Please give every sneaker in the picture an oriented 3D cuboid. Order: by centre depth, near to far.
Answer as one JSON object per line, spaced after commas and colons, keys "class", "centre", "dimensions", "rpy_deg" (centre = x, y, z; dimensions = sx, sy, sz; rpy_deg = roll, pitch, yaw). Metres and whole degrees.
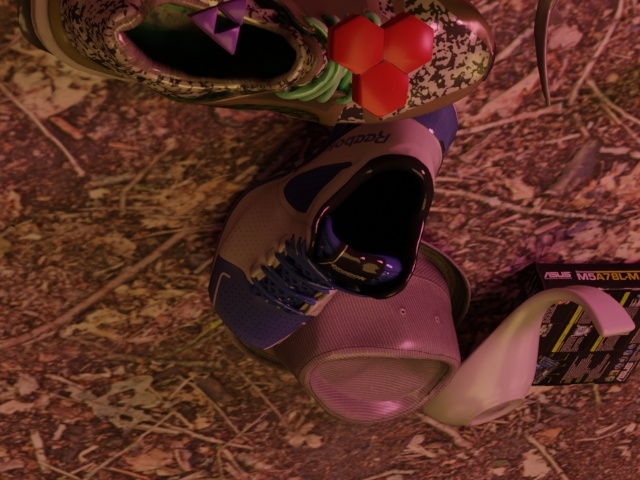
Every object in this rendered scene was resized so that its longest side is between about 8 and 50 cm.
{"class": "sneaker", "centre": [-0.027, -0.147, 1.374], "dimensions": [0.410, 0.182, 0.158], "rpy_deg": [3, 114, -26]}
{"class": "sneaker", "centre": [0.001, -0.001, 1.584], "dimensions": [0.127, 0.182, 0.315], "rpy_deg": [35, 120, -15]}

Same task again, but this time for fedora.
{"class": "fedora", "centre": [0.042, 0.106, 1.807], "dimensions": [0.275, 0.124, 0.244], "rpy_deg": [21, 129, -39]}

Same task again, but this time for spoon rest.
{"class": "spoon rest", "centre": [0.216, 0.124, 1.872], "dimensions": [0.137, 0.084, 0.276], "rpy_deg": [-5, 155, -44]}

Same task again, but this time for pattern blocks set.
{"class": "pattern blocks set", "centre": [0.012, -0.277, 1.232], "dimensions": [0.285, 0.026, 0.325], "rpy_deg": [23, 100, -19]}

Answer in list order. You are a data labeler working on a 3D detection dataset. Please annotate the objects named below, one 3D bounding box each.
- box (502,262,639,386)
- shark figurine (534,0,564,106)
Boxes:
{"class": "box", "centre": [0.298, 0.098, 1.963], "dimensions": [0.184, 0.045, 0.190], "rpy_deg": [1, 140, -18]}
{"class": "shark figurine", "centre": [0.265, -0.228, 1.327], "dimensions": [0.278, 0.116, 0.166], "rpy_deg": [-29, 141, 12]}
